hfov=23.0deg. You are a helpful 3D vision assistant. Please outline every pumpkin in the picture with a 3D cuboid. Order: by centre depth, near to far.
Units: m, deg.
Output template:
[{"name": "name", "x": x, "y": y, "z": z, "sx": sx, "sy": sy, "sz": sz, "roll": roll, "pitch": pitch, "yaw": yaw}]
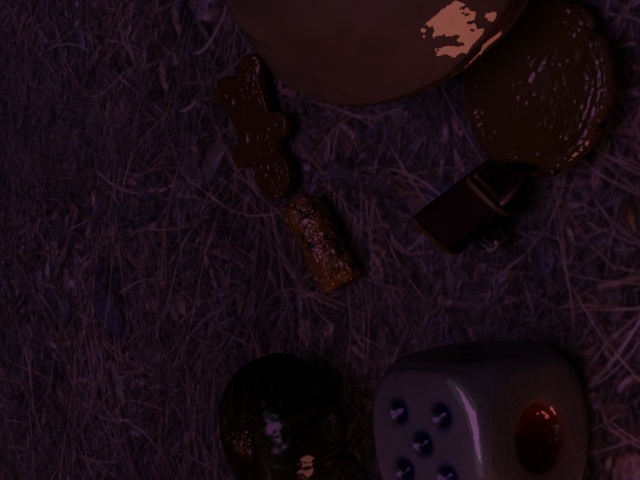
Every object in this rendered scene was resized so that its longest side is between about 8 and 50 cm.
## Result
[{"name": "pumpkin", "x": -0.048, "y": 0.262, "z": 2.156, "sx": 0.223, "sy": 0.157, "sz": 0.224, "roll": 44, "pitch": 142, "yaw": 49}]

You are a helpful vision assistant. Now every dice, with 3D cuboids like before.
[{"name": "dice", "x": 0.188, "y": 0.223, "z": 1.841, "sx": 0.191, "sy": 0.193, "sz": 0.194, "roll": -3, "pitch": 97, "yaw": 51}]

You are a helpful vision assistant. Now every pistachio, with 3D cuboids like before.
[{"name": "pistachio", "x": 0.070, "y": -0.346, "z": 1.815, "sx": 0.445, "sy": 0.281, "sz": 0.365, "roll": -27, "pitch": 79, "yaw": 36}]

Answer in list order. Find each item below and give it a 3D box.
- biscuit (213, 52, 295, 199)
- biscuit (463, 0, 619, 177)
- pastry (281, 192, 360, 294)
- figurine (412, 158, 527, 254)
[{"name": "biscuit", "x": -0.083, "y": -0.152, "z": 2.206, "sx": 0.138, "sy": 0.031, "sz": 0.205, "roll": -38, "pitch": 69, "yaw": 47}, {"name": "biscuit", "x": 0.251, "y": -0.179, "z": 1.795, "sx": 0.226, "sy": 0.042, "sz": 0.226, "roll": 1, "pitch": 91, "yaw": 50}, {"name": "pastry", "x": 0.000, "y": 0.000, "z": 2.125, "sx": 0.080, "sy": 0.056, "sz": 0.140, "roll": -38, "pitch": 75, "yaw": 54}, {"name": "figurine", "x": 0.195, "y": -0.036, "z": 1.879, "sx": 0.154, "sy": 0.082, "sz": 0.098, "roll": -35, "pitch": 86, "yaw": 46}]
